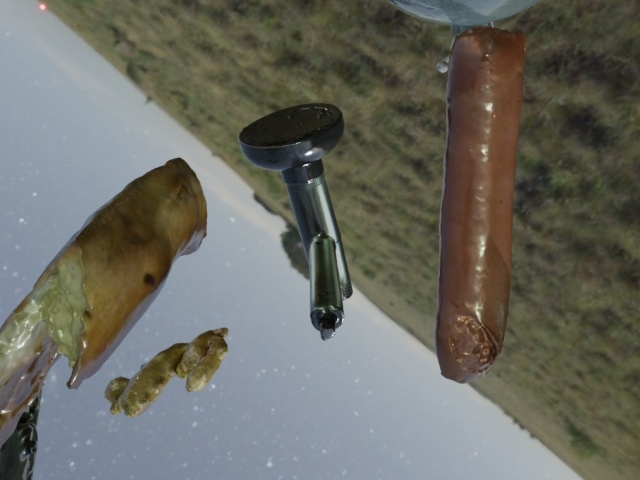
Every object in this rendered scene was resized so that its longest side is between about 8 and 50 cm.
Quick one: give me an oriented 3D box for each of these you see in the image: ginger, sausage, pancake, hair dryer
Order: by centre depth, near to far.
[{"bbox_3d":[-0.124,0.026,0.415,0.056,0.257,0.212,35,145,-7],"label":"pancake"},{"bbox_3d":[0.186,-0.037,0.823,0.094,0.418,0.094,-2,-173,-40],"label":"sausage"},{"bbox_3d":[-0.210,0.189,1.003,0.193,0.176,0.052,-1,123,46],"label":"ginger"},{"bbox_3d":[0.011,-0.018,1.004,0.284,0.156,0.320,-132,24,-68],"label":"hair dryer"}]

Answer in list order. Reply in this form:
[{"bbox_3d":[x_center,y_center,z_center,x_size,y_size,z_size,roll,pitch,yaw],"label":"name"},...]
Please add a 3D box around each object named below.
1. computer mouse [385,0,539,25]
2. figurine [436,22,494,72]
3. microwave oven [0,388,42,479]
[{"bbox_3d":[0.198,-0.263,0.608,0.167,0.379,0.090,-17,104,58],"label":"computer mouse"},{"bbox_3d":[0.215,-0.274,0.991,0.082,0.086,0.094,35,154,-13],"label":"figurine"},{"bbox_3d":[-0.439,0.258,0.646,0.219,0.286,0.355,3,169,7],"label":"microwave oven"}]
